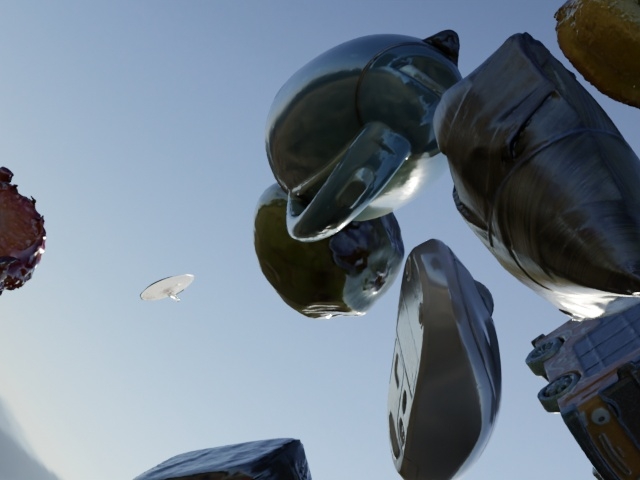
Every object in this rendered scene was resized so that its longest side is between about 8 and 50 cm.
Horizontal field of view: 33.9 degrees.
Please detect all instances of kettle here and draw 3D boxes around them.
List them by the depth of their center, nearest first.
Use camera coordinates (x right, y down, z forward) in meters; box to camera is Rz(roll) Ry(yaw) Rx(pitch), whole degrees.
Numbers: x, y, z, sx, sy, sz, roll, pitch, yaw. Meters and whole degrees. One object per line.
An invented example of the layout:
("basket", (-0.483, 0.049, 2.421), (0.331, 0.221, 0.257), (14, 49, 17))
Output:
("kettle", (0.060, -0.127, 1.385), (0.247, 0.319, 0.342), (33, -10, -10))

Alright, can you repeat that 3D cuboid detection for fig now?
("fig", (0.000, 0.000, 1.720), (0.271, 0.239, 0.239), (40, -24, 35))

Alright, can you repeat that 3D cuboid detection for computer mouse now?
("computer mouse", (0.147, 0.146, 1.177), (0.184, 0.121, 0.297), (-93, -171, -65))

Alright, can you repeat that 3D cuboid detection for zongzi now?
("zongzi", (0.223, 0.017, 0.813), (0.286, 0.138, 0.300), (47, 10, -36))

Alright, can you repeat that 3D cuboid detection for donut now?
("donut", (0.331, -0.217, 1.032), (0.174, 0.190, 0.074), (59, -27, 28))

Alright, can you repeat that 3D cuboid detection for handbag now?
("handbag", (-0.121, 0.369, 1.364), (0.254, 0.181, 0.181), (-16, -88, 30))

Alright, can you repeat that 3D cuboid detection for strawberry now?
("strawberry", (-0.354, -0.006, 1.082), (0.145, 0.145, 0.086), (48, -44, 19))

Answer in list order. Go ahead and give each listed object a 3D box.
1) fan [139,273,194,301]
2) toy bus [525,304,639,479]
("fan", (-0.227, 0.077, 1.585), (0.133, 0.085, 0.005), (79, -12, -72))
("toy bus", (0.398, 0.193, 1.377), (0.162, 0.194, 0.323), (54, 10, -6))
